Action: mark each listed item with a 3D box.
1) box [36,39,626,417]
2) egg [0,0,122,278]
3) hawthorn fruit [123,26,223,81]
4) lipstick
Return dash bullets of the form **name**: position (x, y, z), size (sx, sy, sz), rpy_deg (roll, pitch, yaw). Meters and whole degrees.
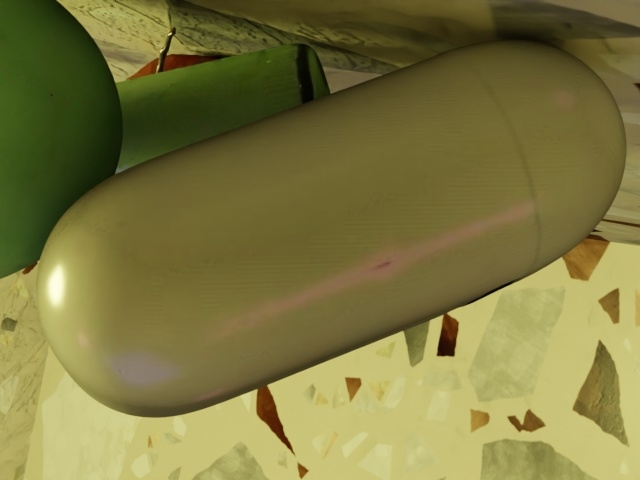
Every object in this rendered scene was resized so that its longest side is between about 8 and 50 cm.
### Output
- **box**: position (0.000, 0.001, 0.748), size (0.349, 0.141, 0.289), rpy_deg (-21, 172, -12)
- **egg**: position (-0.257, -0.074, 0.741), size (0.269, 0.220, 0.220), rpy_deg (0, 179, 1)
- **hawthorn fruit**: position (-0.109, -0.088, 0.964), size (0.162, 0.162, 0.203), rpy_deg (10, 158, 37)
- **lipstick**: position (-0.141, -0.076, 0.863), size (0.304, 0.076, 0.076), rpy_deg (-11, 174, 13)
